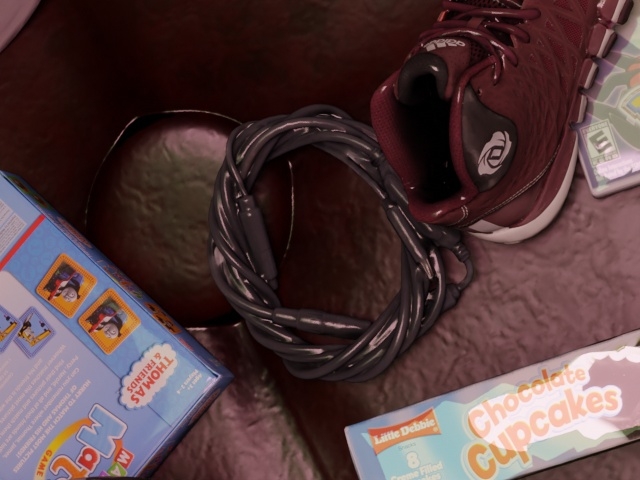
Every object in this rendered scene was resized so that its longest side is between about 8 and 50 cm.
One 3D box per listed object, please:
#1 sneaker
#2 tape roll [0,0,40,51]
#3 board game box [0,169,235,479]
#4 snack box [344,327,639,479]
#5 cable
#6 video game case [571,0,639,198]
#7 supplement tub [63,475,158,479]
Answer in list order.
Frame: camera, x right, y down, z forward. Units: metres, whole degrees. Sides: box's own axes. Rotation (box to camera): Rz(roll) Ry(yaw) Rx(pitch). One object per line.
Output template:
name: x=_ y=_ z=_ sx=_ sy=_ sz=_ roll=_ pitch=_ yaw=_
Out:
sneaker: x=0.107 y=-0.133 z=0.977 sx=0.106 sy=0.162 sz=0.281 roll=13 pitch=98 yaw=31
tape roll: x=-0.317 y=-0.193 z=1.078 sx=0.246 sy=0.246 sz=0.169 roll=-38 pitch=77 yaw=9
board game box: x=-0.187 y=0.081 z=1.127 sx=0.211 sy=0.039 sz=0.160 roll=42 pitch=97 yaw=15
snack box: x=0.190 y=0.080 z=0.949 sx=0.322 sy=0.187 sz=0.060 roll=-20 pitch=81 yaw=12
cable: x=0.000 y=0.000 z=1.085 sx=0.150 sy=0.047 sz=0.184 roll=-44 pitch=79 yaw=13
video game case: x=0.237 y=-0.143 z=1.039 sx=0.201 sy=0.023 sz=0.183 roll=-19 pitch=81 yaw=13
supplement tub: x=-0.115 y=0.323 z=0.949 sx=0.207 sy=0.207 sz=0.338 roll=-28 pitch=55 yaw=11
